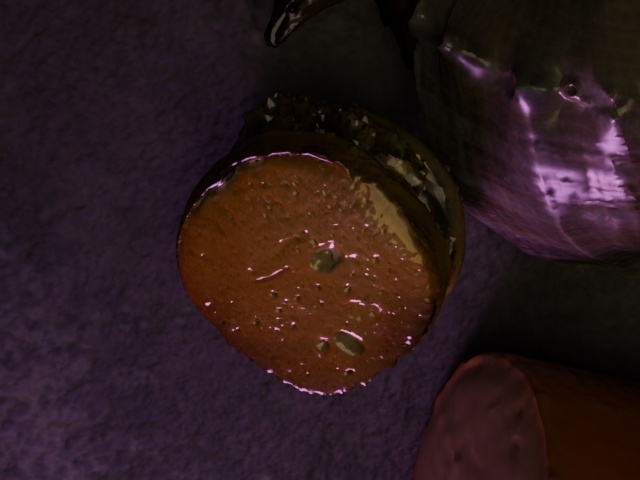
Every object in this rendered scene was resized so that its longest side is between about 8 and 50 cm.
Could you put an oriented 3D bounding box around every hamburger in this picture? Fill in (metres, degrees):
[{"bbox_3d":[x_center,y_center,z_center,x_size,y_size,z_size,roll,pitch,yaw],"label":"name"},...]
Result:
[{"bbox_3d":[0.001,-0.008,0.792,0.182,0.118,0.191,-17,112,23],"label":"hamburger"}]

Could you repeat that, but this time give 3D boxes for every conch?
[{"bbox_3d":[0.214,-0.096,0.755,0.297,0.210,0.352,-14,114,-2],"label":"conch"}]

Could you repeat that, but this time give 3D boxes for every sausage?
[{"bbox_3d":[0.228,0.217,0.874,0.287,0.233,0.233,14,109,-12],"label":"sausage"}]

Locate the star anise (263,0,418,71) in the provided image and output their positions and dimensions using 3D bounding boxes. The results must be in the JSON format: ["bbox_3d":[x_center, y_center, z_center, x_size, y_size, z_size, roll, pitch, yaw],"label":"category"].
[{"bbox_3d":[0.048,-0.233,0.747,0.272,0.102,0.272,-20,136,-20],"label":"star anise"}]
